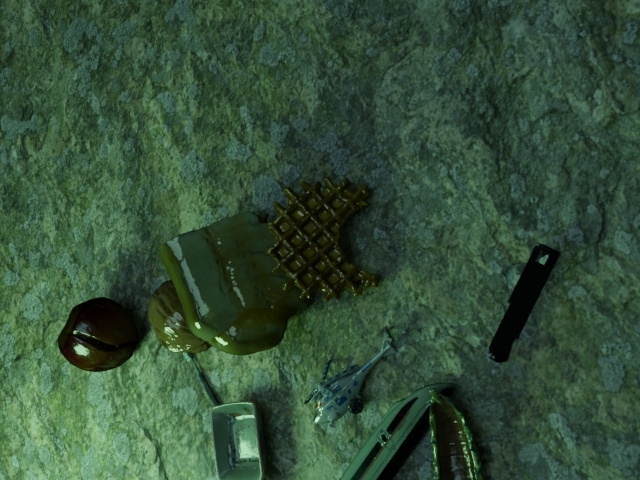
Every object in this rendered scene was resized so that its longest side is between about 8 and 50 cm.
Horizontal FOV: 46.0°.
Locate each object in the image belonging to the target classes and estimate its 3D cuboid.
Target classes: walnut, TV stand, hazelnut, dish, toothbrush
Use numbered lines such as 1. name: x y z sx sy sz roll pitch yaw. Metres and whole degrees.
1. walnut: -0.347 0.198 1.961 0.213 0.213 0.213 -4 84 34
2. TV stand: 0.410 0.130 1.543 0.040 0.049 0.257 30 102 31
3. hazelnut: -0.629 0.269 2.163 0.234 0.218 0.218 -40 64 45
4. dish: -0.194 0.526 1.906 0.154 0.064 0.234 -15 77 32
5. toothbrush: -0.318 0.382 2.032 0.019 0.016 0.219 -48 62 23

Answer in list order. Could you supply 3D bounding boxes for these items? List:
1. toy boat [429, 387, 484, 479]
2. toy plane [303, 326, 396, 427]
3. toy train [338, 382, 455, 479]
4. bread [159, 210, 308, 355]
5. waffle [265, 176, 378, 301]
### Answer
1. toy boat: 0.279 0.441 1.573 0.108 0.099 0.293 -11 89 31
2. toy plane: 0.078 0.321 1.747 0.273 0.107 0.182 -48 16 -7
3. toy train: 0.154 0.449 1.667 0.088 0.086 0.407 44 109 35
4. bread: -0.200 0.119 1.843 0.341 0.300 0.210 62 160 12
5. waffle: 0.000 0.000 1.768 0.259 0.069 0.293 -3 79 1
